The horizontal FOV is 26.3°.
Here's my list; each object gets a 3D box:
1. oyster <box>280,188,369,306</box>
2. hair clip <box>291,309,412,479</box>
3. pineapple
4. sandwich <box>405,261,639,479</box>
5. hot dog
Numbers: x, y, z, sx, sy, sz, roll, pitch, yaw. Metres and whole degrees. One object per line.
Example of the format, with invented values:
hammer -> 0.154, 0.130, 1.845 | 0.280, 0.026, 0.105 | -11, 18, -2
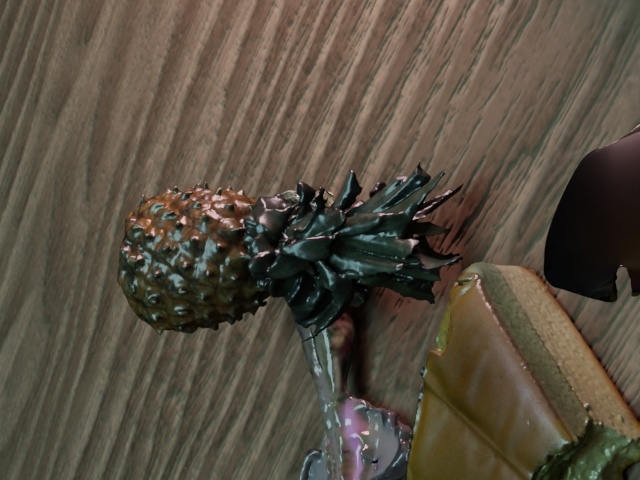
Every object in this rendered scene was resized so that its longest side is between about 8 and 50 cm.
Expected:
oyster -> 0.000, 0.000, 1.462 | 0.177, 0.064, 0.125 | 42, 133, 35
hair clip -> 0.023, 0.188, 1.394 | 0.173, 0.069, 0.300 | -29, 63, 47
pineapple -> -0.023, 0.015, 1.331 | 0.364, 0.165, 0.166 | -3, 83, 27
sandwich -> 0.182, 0.138, 1.166 | 0.186, 0.108, 0.220 | 13, 94, 52
hot dog -> 0.332, -0.001, 0.980 | 0.326, 0.107, 0.194 | 12, 78, 47
